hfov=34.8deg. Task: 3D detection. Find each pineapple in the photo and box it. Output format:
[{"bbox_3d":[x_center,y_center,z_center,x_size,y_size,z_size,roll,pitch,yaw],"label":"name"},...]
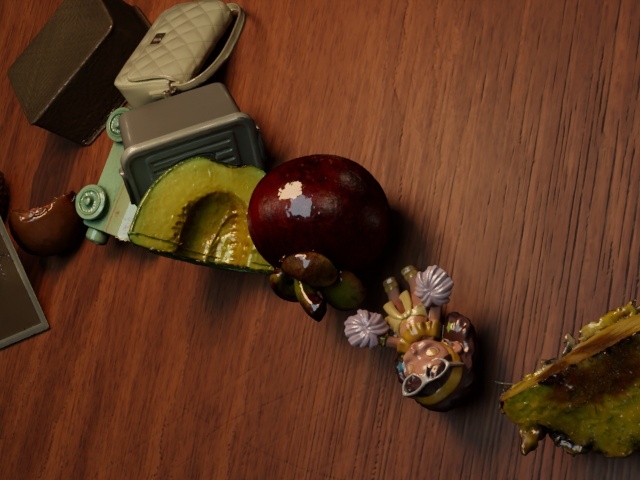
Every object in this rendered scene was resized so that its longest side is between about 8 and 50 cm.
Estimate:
[{"bbox_3d":[0.378,0.176,1.267,0.334,0.158,0.161,-38,96,25],"label":"pineapple"}]

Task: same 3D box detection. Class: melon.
[{"bbox_3d":[-0.167,-0.041,1.682,0.265,0.129,0.169,11,82,-3],"label":"melon"}]

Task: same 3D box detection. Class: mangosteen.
[{"bbox_3d":[0.000,0.000,1.521,0.215,0.215,0.257,-18,62,30],"label":"mangosteen"}]

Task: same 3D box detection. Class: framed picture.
[{"bbox_3d":[-0.657,0.078,2.008,0.216,0.016,0.273,-21,93,28],"label":"framed picture"}]

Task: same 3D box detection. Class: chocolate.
[{"bbox_3d":[-0.516,-0.040,1.955,0.133,0.127,0.124,-29,32,29],"label":"chocolate"}]

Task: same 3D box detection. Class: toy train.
[{"bbox_3d":[-0.329,-0.115,1.869,0.177,0.116,0.285,19,85,25],"label":"toy train"}]

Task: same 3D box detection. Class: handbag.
[{"bbox_3d":[-0.237,-0.345,1.833,0.219,0.079,0.256,-7,44,34],"label":"handbag"}]

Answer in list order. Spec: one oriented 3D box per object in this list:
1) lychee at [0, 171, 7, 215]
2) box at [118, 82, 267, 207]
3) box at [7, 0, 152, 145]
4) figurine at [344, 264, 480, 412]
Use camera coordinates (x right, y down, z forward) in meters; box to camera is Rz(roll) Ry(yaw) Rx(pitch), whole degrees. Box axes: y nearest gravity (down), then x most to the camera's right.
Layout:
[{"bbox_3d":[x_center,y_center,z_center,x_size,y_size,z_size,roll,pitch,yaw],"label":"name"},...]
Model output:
[{"bbox_3d":[-0.739,-0.074,2.094,0.188,0.188,0.188,-12,68,32],"label":"lychee"},{"bbox_3d":[-0.225,-0.160,1.733,0.243,0.163,0.135,-19,47,-6],"label":"box"},{"bbox_3d":[-0.462,-0.349,2.010,0.273,0.143,0.184,-46,54,16],"label":"box"},{"bbox_3d":[0.141,0.131,1.441,0.174,0.116,0.240,-37,51,18],"label":"figurine"}]
